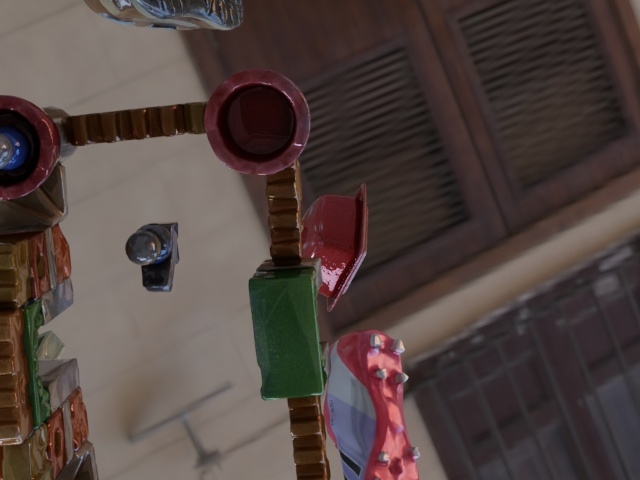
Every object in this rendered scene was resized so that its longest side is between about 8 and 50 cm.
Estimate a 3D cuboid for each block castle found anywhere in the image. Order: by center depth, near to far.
[{"bbox_3d":[-0.138,0.090,1.215,0.303,0.453,0.213,-4,-172,6],"label":"block castle"}]

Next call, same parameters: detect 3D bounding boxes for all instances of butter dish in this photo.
[{"bbox_3d":[0.000,0.000,2.196,0.160,0.118,0.160,116,-16,-45],"label":"butter dish"}]

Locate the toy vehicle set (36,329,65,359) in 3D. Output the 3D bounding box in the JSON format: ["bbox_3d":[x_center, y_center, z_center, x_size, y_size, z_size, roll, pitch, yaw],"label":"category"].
[{"bbox_3d":[-0.504,0.237,2.110,0.266,0.035,0.166,-22,-149,34],"label":"toy vehicle set"}]

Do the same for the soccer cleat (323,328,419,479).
[{"bbox_3d":[0.047,0.212,1.476,0.083,0.248,0.095,16,151,-41],"label":"soccer cleat"}]

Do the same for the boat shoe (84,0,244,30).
[{"bbox_3d":[-0.204,-0.332,1.873,0.119,0.123,0.324,-7,180,21],"label":"boat shoe"}]
